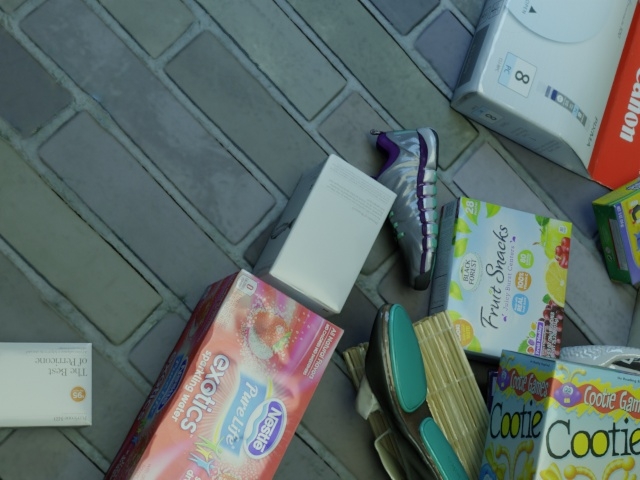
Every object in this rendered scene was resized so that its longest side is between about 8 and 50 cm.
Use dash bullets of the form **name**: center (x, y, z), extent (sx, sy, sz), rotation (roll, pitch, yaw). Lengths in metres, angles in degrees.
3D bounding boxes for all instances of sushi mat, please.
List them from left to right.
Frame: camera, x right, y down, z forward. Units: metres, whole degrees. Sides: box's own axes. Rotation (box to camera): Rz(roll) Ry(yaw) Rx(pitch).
- **sushi mat**: center (0.152, 0.261, 1.453), extent (0.151, 0.019, 0.316), rotation (-22, 87, 9)

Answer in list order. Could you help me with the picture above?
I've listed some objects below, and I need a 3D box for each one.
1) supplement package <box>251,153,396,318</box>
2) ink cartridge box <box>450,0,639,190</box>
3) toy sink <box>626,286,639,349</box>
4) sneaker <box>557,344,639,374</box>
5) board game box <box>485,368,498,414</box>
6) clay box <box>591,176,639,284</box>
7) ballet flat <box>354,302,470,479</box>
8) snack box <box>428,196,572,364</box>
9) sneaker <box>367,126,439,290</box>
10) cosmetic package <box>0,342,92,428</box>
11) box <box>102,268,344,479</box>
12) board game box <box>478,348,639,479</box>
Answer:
- **supplement package**: center (0.000, 0.000, 1.436), extent (0.105, 0.105, 0.179), rotation (32, 69, -14)
- **ink cartridge box**: center (0.409, -0.254, 1.658), extent (0.385, 0.091, 0.308), rotation (25, 72, -14)
- **toy sink**: center (0.578, 0.146, 1.599), extent (0.234, 0.153, 0.131), rotation (20, 73, -12)
- **sneaker**: center (0.465, 0.282, 1.546), extent (0.366, 0.137, 0.210), rotation (22, 74, -14)
- **board game box**: center (0.383, 0.282, 1.466), extent (0.347, 0.056, 0.208), rotation (5, 87, 4)
- **clay box**: center (0.505, -0.038, 1.655), extent (0.222, 0.053, 0.127), rotation (-26, 109, -23)
- **ballet flat**: center (0.098, 0.220, 1.408), extent (0.095, 0.096, 0.280), rotation (-15, 85, -62)
- **snack box**: center (0.242, 0.062, 1.537), extent (0.175, 0.070, 0.207), rotation (13, 74, -15)
- **sneaker**: center (0.107, -0.042, 1.517), extent (0.098, 0.083, 0.223), rotation (2, 75, 2)
- **cosmetic package**: center (-0.381, 0.165, 1.277), extent (0.239, 0.060, 0.098), rotation (2, 80, -21)
- **box**: center (-0.117, 0.204, 1.328), extent (0.154, 0.142, 0.300), rotation (33, 70, -14)
- **board game box**: center (0.285, 0.281, 1.353), extent (0.144, 0.142, 0.275), rotation (11, 87, -16)
